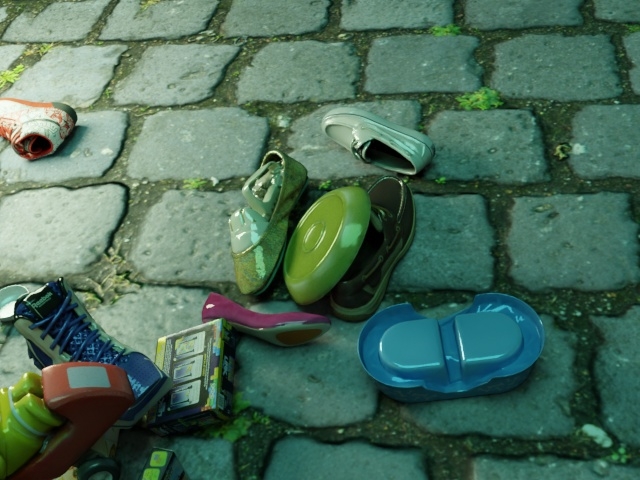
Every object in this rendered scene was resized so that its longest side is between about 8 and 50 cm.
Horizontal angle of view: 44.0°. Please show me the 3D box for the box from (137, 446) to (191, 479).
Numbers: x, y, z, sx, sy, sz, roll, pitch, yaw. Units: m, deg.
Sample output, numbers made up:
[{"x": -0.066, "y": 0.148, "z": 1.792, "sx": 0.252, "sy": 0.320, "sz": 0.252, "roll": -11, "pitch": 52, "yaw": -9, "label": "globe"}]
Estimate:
[{"x": -0.251, "y": 0.418, "z": 1.141, "sx": 0.036, "sy": 0.114, "sz": 0.207, "roll": 6, "pitch": 49, "yaw": 18, "label": "box"}]

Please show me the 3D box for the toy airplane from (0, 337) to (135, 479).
[{"x": -0.495, "y": 0.284, "z": 1.074, "sx": 0.386, "sy": 0.272, "sz": 0.384, "roll": 8, "pitch": 47, "yaw": 25, "label": "toy airplane"}]

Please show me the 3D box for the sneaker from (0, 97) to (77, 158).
[{"x": -0.741, "y": -0.270, "z": 1.930, "sx": 0.270, "sy": 0.090, "sz": 0.145, "roll": 2, "pitch": 45, "yaw": 11, "label": "sneaker"}]

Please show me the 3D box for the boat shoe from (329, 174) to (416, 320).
[{"x": 0.095, "y": -0.017, "z": 1.472, "sx": 0.123, "sy": 0.123, "sz": 0.342, "roll": 10, "pitch": 50, "yaw": 21, "label": "boat shoe"}]

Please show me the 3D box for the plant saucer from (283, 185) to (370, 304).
[{"x": 0.000, "y": 0.000, "z": 1.431, "sx": 0.241, "sy": 0.037, "sz": 0.241, "roll": -43, "pitch": 30, "yaw": 33, "label": "plant saucer"}]

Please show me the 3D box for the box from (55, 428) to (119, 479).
[{"x": -0.372, "y": 0.353, "z": 1.265, "sx": 0.063, "sy": 0.067, "sz": 0.324, "roll": -6, "pitch": 45, "yaw": 7, "label": "box"}]

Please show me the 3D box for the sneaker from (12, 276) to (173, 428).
[{"x": -0.401, "y": 0.168, "z": 1.277, "sx": 0.315, "sy": 0.182, "sz": 0.127, "roll": 24, "pitch": 57, "yaw": 31, "label": "sneaker"}]

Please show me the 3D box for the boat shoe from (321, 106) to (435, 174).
[{"x": 0.107, "y": -0.203, "z": 1.675, "sx": 0.267, "sy": 0.096, "sz": 0.088, "roll": 25, "pitch": 51, "yaw": 21, "label": "boat shoe"}]

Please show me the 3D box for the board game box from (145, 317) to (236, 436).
[{"x": -0.213, "y": 0.229, "z": 1.324, "sx": 0.141, "sy": 0.048, "sz": 0.170, "roll": -19, "pitch": 48, "yaw": 23, "label": "board game box"}]

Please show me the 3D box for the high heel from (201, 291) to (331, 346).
[{"x": -0.098, "y": 0.129, "z": 1.408, "sx": 0.244, "sy": 0.082, "sz": 0.117, "roll": -12, "pitch": 55, "yaw": 19, "label": "high heel"}]

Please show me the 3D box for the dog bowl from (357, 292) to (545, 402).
[{"x": 0.213, "y": 0.180, "z": 1.292, "sx": 0.297, "sy": 0.074, "sz": 0.166, "roll": -8, "pitch": 46, "yaw": 6, "label": "dog bowl"}]

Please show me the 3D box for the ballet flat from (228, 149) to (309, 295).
[{"x": -0.117, "y": -0.048, "z": 1.549, "sx": 0.123, "sy": 0.123, "sz": 0.349, "roll": 4, "pitch": 47, "yaw": 17, "label": "ballet flat"}]

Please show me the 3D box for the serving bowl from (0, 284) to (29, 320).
[{"x": -0.609, "y": 0.128, "z": 1.561, "sx": 0.083, "sy": 0.027, "sz": 0.083, "roll": -7, "pitch": 46, "yaw": 7, "label": "serving bowl"}]
